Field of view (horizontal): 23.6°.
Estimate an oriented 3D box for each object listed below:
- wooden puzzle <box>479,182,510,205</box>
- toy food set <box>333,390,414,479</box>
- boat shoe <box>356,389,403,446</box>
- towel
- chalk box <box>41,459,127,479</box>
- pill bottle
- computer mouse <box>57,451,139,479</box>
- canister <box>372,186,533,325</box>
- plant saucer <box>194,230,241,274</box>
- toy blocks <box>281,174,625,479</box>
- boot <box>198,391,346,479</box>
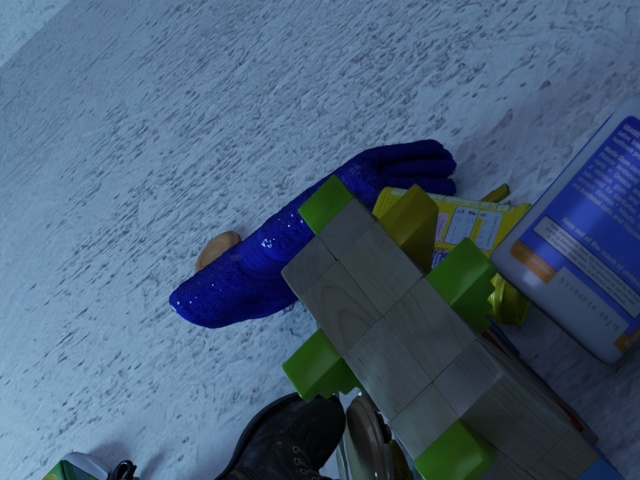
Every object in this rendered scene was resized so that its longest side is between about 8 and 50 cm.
[{"bbox_3d":[0.173,-0.009,1.654,0.078,0.014,0.116,-30,35,33],"label":"wooden puzzle"},{"bbox_3d":[0.056,0.211,1.470,0.039,0.132,0.192,-10,18,-14],"label":"toy food set"},{"bbox_3d":[0.084,0.143,1.542,0.095,0.095,0.257,-53,19,25],"label":"boat shoe"},{"bbox_3d":[0.000,0.000,1.733,0.308,0.076,0.228,-36,-10,29],"label":"towel"},{"bbox_3d":[-0.277,0.351,1.752,0.213,0.132,0.132,-45,29,7],"label":"chalk box"},{"bbox_3d":[0.292,-0.035,1.373,0.272,0.152,0.152,-48,29,3],"label":"pill bottle"},{"bbox_3d":[-0.298,0.306,1.925,0.193,0.042,0.106,10,65,58],"label":"computer mouse"},{"bbox_3d":[0.132,0.012,1.543,0.170,0.073,0.126,10,57,20],"label":"canister"},{"bbox_3d":[-0.140,0.021,2.064,0.083,0.013,0.083,-35,33,27],"label":"plant saucer"},{"bbox_3d":[0.129,0.130,1.327,0.191,0.261,0.381,-45,37,6],"label":"toy blocks"},{"bbox_3d":[0.001,0.227,1.343,0.229,0.091,0.263,-2,30,46],"label":"boot"}]
